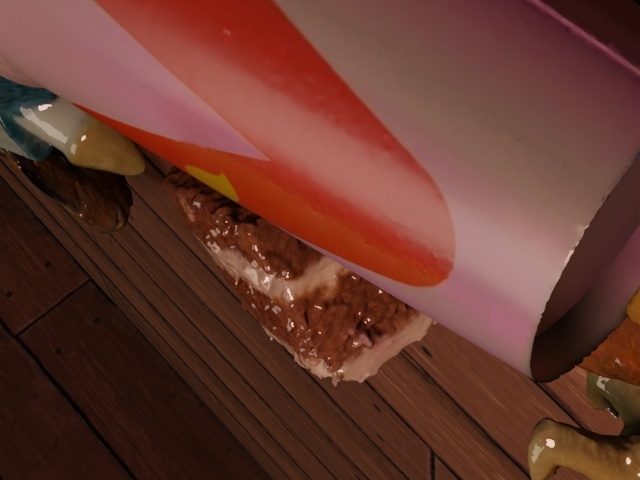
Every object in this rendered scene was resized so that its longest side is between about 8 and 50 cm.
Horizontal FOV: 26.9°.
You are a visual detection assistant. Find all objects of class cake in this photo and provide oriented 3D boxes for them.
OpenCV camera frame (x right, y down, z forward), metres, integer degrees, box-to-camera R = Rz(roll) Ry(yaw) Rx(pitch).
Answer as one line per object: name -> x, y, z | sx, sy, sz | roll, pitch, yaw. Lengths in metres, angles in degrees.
cake -> 0.000, 0.000, 0.842 | 0.135, 0.134, 0.147 | 33, 151, 56

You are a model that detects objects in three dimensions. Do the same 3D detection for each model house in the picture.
model house -> -0.260, -0.185, 1.162 | 0.325, 0.194, 0.267 | 37, 163, -1

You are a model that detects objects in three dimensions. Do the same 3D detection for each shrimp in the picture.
shrimp -> -0.351, -0.180, 1.385 | 0.445, 0.085, 0.272 | 52, -169, -11

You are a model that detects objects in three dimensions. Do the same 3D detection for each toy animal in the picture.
toy animal -> 0.195, 0.153, 0.751 | 0.101, 0.103, 0.218 | 11, 139, 32

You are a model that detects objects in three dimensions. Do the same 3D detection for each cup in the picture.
cup -> 0.010, -0.078, 0.544 | 0.288, 0.203, 0.203 | 36, 161, 24

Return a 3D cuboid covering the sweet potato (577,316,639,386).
sweet potato -> 0.143, 0.040, 0.666 | 0.078, 0.058, 0.255 | 34, 176, -22

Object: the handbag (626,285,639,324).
handbag -> 0.264, 0.112, 0.363 | 0.401, 0.133, 0.283 | 48, 170, 13
